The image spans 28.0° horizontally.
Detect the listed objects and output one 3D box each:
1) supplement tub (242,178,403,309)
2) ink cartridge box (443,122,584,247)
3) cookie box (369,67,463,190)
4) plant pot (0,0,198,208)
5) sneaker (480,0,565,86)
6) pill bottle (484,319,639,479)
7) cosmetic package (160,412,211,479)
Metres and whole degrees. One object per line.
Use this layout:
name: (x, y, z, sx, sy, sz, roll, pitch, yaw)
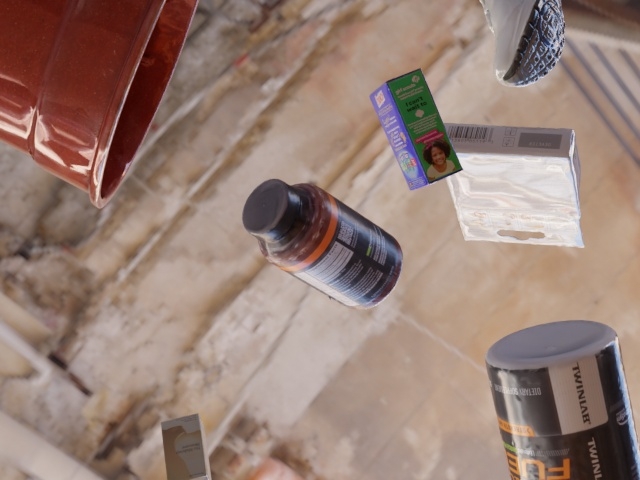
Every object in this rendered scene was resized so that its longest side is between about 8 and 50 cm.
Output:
supplement tub: (0.000, 0.000, 1.485, 0.106, 0.198, 0.106, -24, -129, 33)
ink cartridge box: (0.269, -0.074, 1.767, 0.181, 0.224, 0.056, 4, -119, 21)
cookie box: (0.093, -0.107, 1.258, 0.040, 0.107, 0.092, -24, -178, -8)
plant pot: (-0.265, -0.204, 1.129, 0.272, 0.265, 0.272, -157, -90, -87)
sneaker: (0.273, -0.333, 1.781, 0.129, 0.111, 0.297, -2, -123, 28)
pill bottle: (0.247, 0.211, 1.247, 0.131, 0.245, 0.130, -14, -169, 3)
cosmetic package: (-0.191, 0.307, 1.824, 0.060, 0.041, 0.115, -15, -136, -1)
